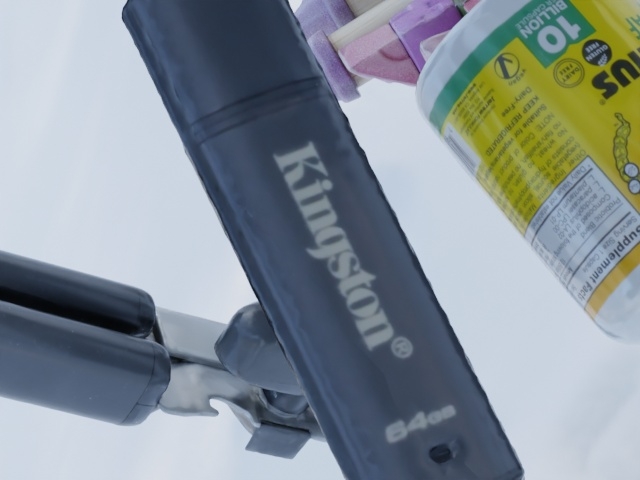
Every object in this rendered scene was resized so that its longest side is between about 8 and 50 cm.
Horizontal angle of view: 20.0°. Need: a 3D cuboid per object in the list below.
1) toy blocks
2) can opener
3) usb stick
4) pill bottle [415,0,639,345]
[{"bbox_3d":[0.091,-0.139,1.225,0.260,0.309,0.288,-31,26,4],"label":"toy blocks"},{"bbox_3d":[-0.091,0.034,0.860,0.095,0.283,0.076,-55,36,26],"label":"can opener"},{"bbox_3d":[0.000,0.000,0.771,0.278,0.077,0.045,64,149,12],"label":"usb stick"},{"bbox_3d":[0.150,-0.026,0.855,0.208,0.117,0.117,52,137,16],"label":"pill bottle"}]
